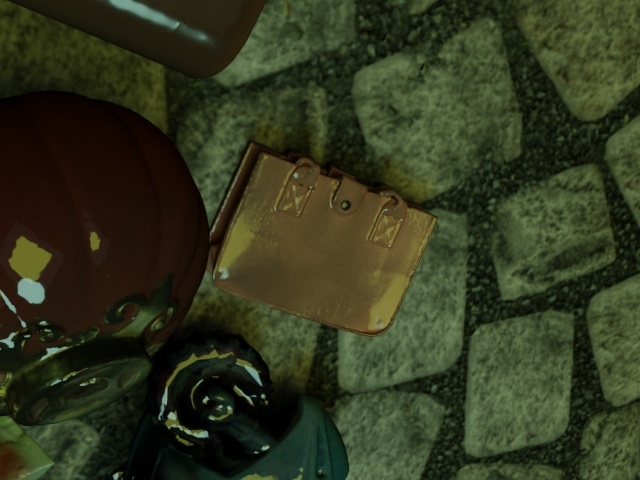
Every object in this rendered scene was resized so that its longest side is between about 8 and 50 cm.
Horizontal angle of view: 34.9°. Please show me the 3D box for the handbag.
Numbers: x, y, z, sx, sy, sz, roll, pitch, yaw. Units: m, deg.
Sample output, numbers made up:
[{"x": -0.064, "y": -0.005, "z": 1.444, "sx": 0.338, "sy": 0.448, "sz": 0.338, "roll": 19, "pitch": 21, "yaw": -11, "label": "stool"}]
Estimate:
[{"x": 0.000, "y": 0.000, "z": 1.033, "sx": 0.212, "sy": 0.059, "sz": 0.157, "roll": 19, "pitch": 103, "yaw": -26, "label": "handbag"}]

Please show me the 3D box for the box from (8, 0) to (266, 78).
[{"x": -0.162, "y": -0.276, "z": 0.700, "sx": 0.229, "sy": 0.339, "sz": 0.239, "roll": 22, "pitch": 101, "yaw": -30, "label": "box"}]

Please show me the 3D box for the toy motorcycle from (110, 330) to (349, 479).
[{"x": -0.112, "y": 0.301, "z": 1.046, "sx": 0.232, "sy": 0.172, "sz": 0.416, "roll": 19, "pitch": 94, "yaw": -20, "label": "toy motorcycle"}]

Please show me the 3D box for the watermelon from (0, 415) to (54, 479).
[{"x": -0.395, "y": 0.225, "z": 0.911, "sx": 0.260, "sy": 0.176, "sz": 0.256, "roll": -12, "pitch": 117, "yaw": -35, "label": "watermelon"}]

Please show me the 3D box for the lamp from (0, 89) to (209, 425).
[{"x": -0.238, "y": 0.014, "z": 0.826, "sx": 0.303, "sy": 0.257, "sz": 0.303, "roll": -25, "pitch": 159, "yaw": -10, "label": "lamp"}]
